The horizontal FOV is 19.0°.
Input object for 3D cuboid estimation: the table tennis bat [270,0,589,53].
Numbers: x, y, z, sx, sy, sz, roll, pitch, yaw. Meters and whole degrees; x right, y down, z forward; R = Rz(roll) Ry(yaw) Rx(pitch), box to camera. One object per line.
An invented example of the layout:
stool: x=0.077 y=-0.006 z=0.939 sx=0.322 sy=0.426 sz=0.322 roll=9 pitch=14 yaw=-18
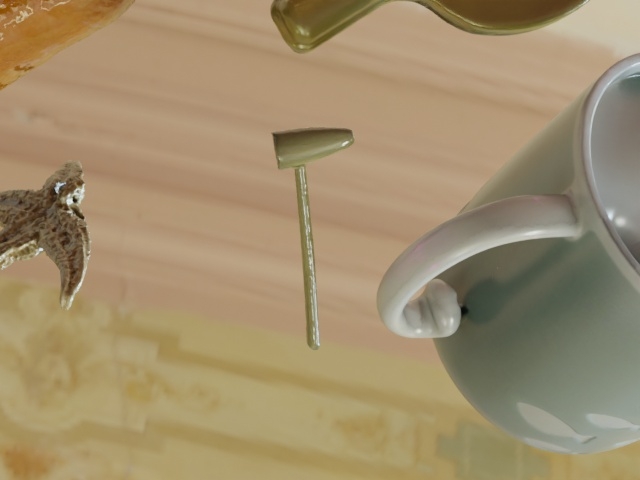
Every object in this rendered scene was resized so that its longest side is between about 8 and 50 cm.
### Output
table tennis bat: x=0.106 y=-0.246 z=1.580 sx=0.321 sy=0.050 sz=0.198 roll=-28 pitch=-90 yaw=-7

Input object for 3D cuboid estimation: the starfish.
starfish: x=-0.276 y=-0.002 z=1.758 sx=0.138 sy=0.050 sz=0.247 roll=-26 pitch=-150 yaw=9

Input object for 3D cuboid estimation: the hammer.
hammer: x=0.000 y=0.000 z=1.446 sx=0.060 sy=0.195 sz=0.028 roll=-8 pitch=-146 yaw=-5

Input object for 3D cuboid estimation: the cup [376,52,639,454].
cup: x=0.199 y=0.029 z=1.527 sx=0.356 sy=0.274 sz=0.259 roll=-3 pitch=-116 yaw=-32

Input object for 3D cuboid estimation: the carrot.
carrot: x=-0.226 y=-0.200 z=1.484 sx=0.225 sy=0.159 sz=0.159 roll=-16 pitch=-138 yaw=19
